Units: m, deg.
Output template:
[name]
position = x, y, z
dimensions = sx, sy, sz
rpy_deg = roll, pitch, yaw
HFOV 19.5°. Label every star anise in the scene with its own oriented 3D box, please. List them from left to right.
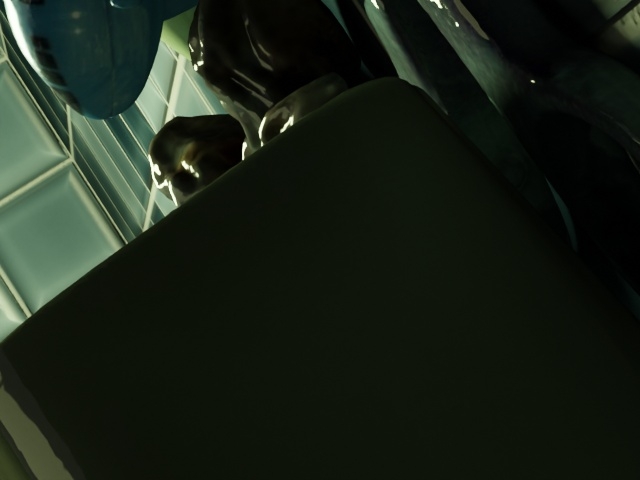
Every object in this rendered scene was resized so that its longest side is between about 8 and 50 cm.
[star anise]
position = 0.001, 0.003, 0.813
dimensions = 0.283, 0.129, 0.212
rpy_deg = 101, 153, -71

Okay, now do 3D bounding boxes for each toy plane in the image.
[toy plane]
position = -0.098, -0.166, 0.747
dimensions = 0.254, 0.105, 0.271
rpy_deg = 49, 161, 45

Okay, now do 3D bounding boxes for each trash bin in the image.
[trash bin]
position = 0.038, 0.103, 0.566
dimensions = 0.250, 0.219, 0.220
rpy_deg = 53, 172, 12

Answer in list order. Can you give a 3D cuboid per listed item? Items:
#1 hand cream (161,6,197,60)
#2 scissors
[hand cream]
position = -0.136, -0.207, 0.946
dimensions = 0.147, 0.093, 0.306
rpy_deg = 50, 177, 44
[scissors]
position = 0.006, -0.126, 0.577
dimensions = 0.383, 0.029, 0.256
rpy_deg = 58, 171, -12
